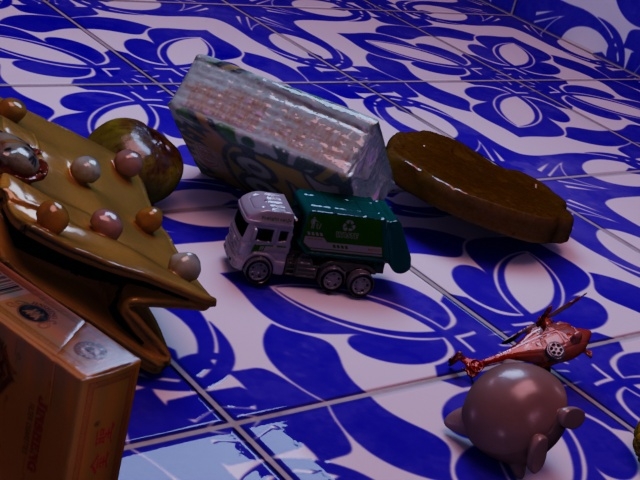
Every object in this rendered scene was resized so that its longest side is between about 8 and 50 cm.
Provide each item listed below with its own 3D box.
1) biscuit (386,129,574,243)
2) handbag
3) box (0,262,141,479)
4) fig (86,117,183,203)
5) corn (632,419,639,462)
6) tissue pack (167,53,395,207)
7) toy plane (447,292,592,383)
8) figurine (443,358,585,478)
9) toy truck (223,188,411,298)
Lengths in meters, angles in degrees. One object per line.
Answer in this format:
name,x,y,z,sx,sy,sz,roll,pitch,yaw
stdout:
biscuit,0.250,-0.094,2.104,0.359,0.074,0.381,19,14,-18
handbag,-0.298,-0.033,1.508,0.283,0.133,0.401,29,14,-34
box,-0.301,0.134,1.210,0.274,0.174,0.076,29,29,31
fig,-0.276,-0.114,1.837,0.153,0.120,0.136,22,20,18
corn,0.437,0.225,1.564,0.068,0.068,0.207,24,26,21
tissue pack,-0.054,-0.139,1.897,0.311,0.128,0.228,22,-19,18
toy plane,0.268,0.138,1.628,0.194,0.126,0.077,-4,57,-39
figurine,0.225,0.200,1.448,0.125,0.125,0.138,-5,18,-37
toy truck,0.000,0.000,1.750,0.253,0.124,0.114,8,22,-19
